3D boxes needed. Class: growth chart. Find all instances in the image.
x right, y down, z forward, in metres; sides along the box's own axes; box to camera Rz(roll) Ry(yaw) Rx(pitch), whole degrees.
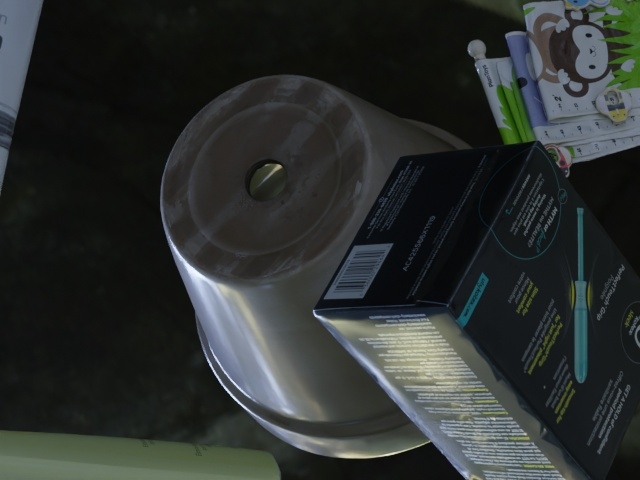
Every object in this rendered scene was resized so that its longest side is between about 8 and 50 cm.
[{"bbox_3d":[0.243,-0.147,1.562,0.237,0.172,0.021,-21,-14,-12],"label":"growth chart"}]

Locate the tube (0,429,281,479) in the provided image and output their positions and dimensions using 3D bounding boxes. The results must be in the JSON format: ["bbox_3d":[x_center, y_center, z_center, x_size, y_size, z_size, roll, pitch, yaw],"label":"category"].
[{"bbox_3d":[-0.138,0.110,0.825,0.240,0.062,0.070,8,-66,-18],"label":"tube"}]

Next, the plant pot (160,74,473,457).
[{"bbox_3d":[0.000,0.000,1.602,0.323,0.323,0.280,-38,-31,4],"label":"plant pot"}]

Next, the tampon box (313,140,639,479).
[{"bbox_3d":[0.100,0.044,1.022,0.161,0.101,0.120,49,-124,-31],"label":"tampon box"}]

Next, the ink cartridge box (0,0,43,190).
[{"bbox_3d":[-0.265,-0.049,0.924,0.197,0.272,0.114,19,-26,-24],"label":"ink cartridge box"}]
